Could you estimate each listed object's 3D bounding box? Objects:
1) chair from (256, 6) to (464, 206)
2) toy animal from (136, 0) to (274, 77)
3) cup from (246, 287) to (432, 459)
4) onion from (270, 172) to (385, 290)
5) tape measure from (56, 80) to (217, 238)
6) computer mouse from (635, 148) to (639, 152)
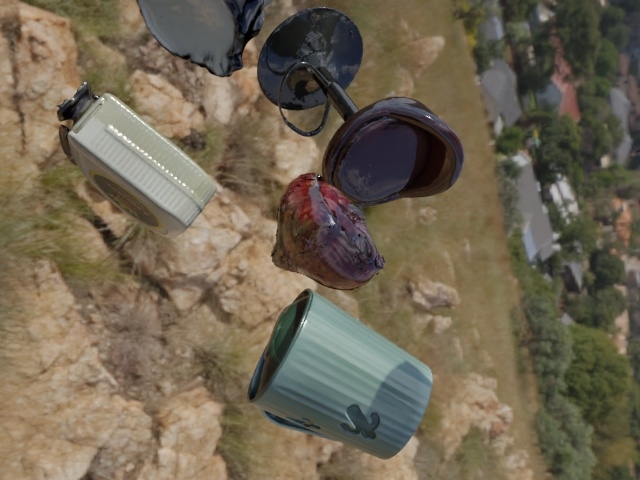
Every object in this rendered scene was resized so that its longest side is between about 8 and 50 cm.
[{"bbox_3d":[0.059,-0.221,1.269,0.226,0.226,0.401,39,15,-49],"label":"chair"},{"bbox_3d":[-0.170,-0.428,1.168,0.212,0.212,0.267,52,41,-40],"label":"toy animal"},{"bbox_3d":[0.029,0.343,1.801,0.392,0.401,0.310,30,71,-8],"label":"cup"},{"bbox_3d":[0.000,0.000,1.007,0.184,0.147,0.184,47,20,-23],"label":"onion"},{"bbox_3d":[-0.314,-0.131,1.205,0.271,0.231,0.133,38,73,-15],"label":"tape measure"},{"bbox_3d":[0.619,-0.188,1.139,0.071,0.231,0.126,33,37,-31],"label":"computer mouse"}]
